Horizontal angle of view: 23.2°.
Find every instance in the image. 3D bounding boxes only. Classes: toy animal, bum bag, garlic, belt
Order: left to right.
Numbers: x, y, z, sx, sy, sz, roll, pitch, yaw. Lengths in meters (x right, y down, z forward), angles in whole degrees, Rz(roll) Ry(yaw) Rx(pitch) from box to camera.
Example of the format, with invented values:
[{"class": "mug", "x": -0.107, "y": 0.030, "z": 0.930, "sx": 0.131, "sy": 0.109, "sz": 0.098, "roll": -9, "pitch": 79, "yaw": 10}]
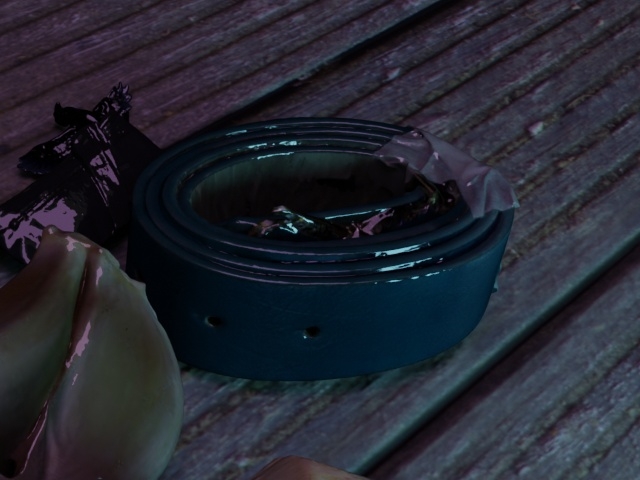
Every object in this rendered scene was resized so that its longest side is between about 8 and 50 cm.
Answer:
[{"class": "garlic", "x": -0.254, "y": 0.162, "z": 1.390, "sx": 0.231, "sy": 0.245, "sz": 0.340, "roll": 31, "pitch": 21, "yaw": 4}, {"class": "bum bag", "x": -0.266, "y": -0.048, "z": 1.756, "sx": 0.123, "sy": 0.060, "sz": 0.248, "roll": 42, "pitch": 54, "yaw": 2}, {"class": "toy animal", "x": -0.278, "y": -0.133, "z": 1.886, "sx": 0.108, "sy": 0.062, "sz": 0.220, "roll": 12, "pitch": 37, "yaw": 23}, {"class": "belt", "x": -0.001, "y": 0.000, "z": 1.720, "sx": 0.437, "sy": 0.173, "sz": 0.300, "roll": -4, "pitch": 40, "yaw": -24}]

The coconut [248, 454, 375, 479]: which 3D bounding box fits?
[{"class": "coconut", "x": -0.002, "y": 0.318, "z": 1.243, "sx": 0.329, "sy": 0.328, "sz": 0.328, "roll": 10, "pitch": 39, "yaw": -8}]
